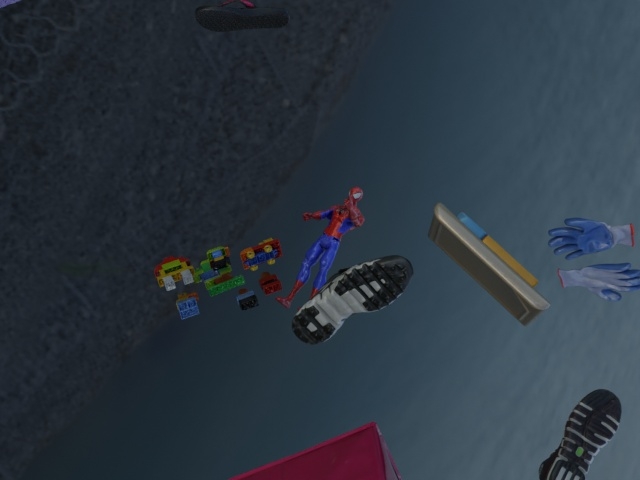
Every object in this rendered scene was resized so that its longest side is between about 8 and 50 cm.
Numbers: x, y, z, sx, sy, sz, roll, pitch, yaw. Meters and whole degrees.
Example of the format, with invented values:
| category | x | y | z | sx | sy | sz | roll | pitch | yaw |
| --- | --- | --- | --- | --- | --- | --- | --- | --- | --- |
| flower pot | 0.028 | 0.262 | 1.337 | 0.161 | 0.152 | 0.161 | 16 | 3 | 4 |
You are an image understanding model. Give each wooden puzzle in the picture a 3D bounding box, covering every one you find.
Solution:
| category | x | y | z | sx | sy | sz | roll | pitch | yaw |
| --- | --- | --- | --- | --- | --- | --- | --- | --- | --- |
| wooden puzzle | 0.260 | 0.036 | 1.551 | 0.044 | 0.221 | 0.239 | -45 | 169 | -3 |

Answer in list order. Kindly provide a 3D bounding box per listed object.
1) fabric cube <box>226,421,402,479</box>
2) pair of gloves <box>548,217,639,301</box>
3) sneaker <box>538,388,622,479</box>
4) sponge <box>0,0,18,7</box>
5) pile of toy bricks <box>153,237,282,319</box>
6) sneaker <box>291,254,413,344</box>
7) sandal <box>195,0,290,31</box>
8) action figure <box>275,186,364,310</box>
| category | x | y | z | sx | sy | sz | roll | pitch | yaw |
| --- | --- | --- | --- | --- | --- | --- | --- | --- | --- |
| fabric cube | 0.003 | 0.406 | 1.126 | 0.258 | 0.259 | 0.254 | -100 | 166 | -74 |
| pair of gloves | 0.508 | 0.038 | 1.843 | 0.023 | 0.159 | 0.198 | -63 | 142 | -45 |
| sneaker | 0.569 | 0.466 | 2.275 | 0.281 | 0.106 | 0.162 | -52 | 176 | -21 |
| sponge | -0.345 | -0.250 | 0.929 | 0.210 | 0.031 | 0.117 | -45 | 168 | -50 |
| pile of toy bricks | -0.173 | 0.054 | 1.712 | 0.212 | 0.105 | 0.118 | -19 | 122 | -12 |
| sneaker | 0.055 | 0.072 | 1.535 | 0.078 | 0.234 | 0.106 | 48 | 36 | -9 |
| sandal | -0.144 | -0.413 | 1.822 | 0.179 | 0.067 | 0.040 | -4 | 71 | -22 |
| action figure | 0.000 | 0.000 | 1.975 | 0.280 | 0.091 | 0.139 | -59 | 150 | -13 |
